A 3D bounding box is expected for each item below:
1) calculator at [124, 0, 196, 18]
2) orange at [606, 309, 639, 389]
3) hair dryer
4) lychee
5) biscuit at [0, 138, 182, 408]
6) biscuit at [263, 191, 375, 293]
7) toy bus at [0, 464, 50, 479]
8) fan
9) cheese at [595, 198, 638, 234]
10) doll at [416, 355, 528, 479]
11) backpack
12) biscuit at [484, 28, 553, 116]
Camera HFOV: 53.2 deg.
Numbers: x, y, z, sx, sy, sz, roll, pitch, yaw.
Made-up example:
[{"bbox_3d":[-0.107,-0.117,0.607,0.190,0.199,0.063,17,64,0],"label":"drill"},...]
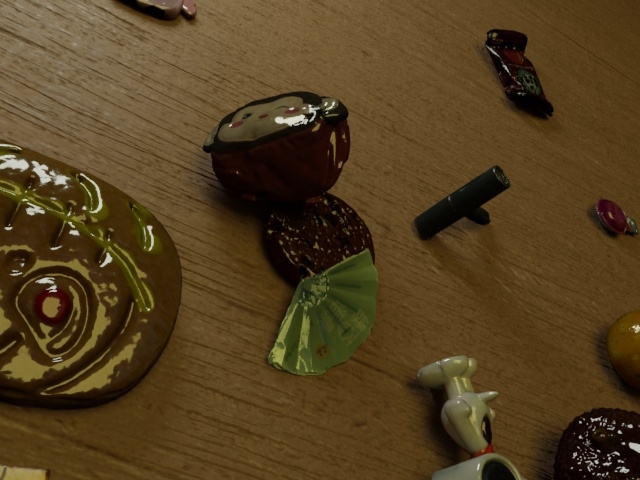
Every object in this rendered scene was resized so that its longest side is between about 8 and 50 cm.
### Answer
[{"bbox_3d":[-0.293,-0.432,1.108,0.165,0.024,0.103,14,52,-23],"label":"calculator"},{"bbox_3d":[0.598,0.197,1.152,0.154,0.134,0.155,12,60,-22],"label":"orange"},{"bbox_3d":[0.285,-0.061,1.132,0.194,0.173,0.050,1,62,-49],"label":"hair dryer"},{"bbox_3d":[0.433,0.336,0.922,0.194,0.194,0.195,17,51,-22],"label":"lychee"},{"bbox_3d":[-0.349,0.037,0.709,0.394,0.070,0.351,19,51,-21],"label":"biscuit"},{"bbox_3d":[0.000,0.000,0.973,0.192,0.049,0.192,18,56,-28],"label":"biscuit"},{"bbox_3d":[-0.383,0.230,0.540,0.273,0.090,0.112,14,58,-23],"label":"toy bus"},{"bbox_3d":[0.017,0.102,0.903,0.131,0.009,0.240,51,57,-12],"label":"fan"},{"bbox_3d":[0.664,-0.050,1.433,0.145,0.038,0.095,18,52,-29],"label":"cheese"},{"bbox_3d":[0.190,0.293,0.839,0.208,0.144,0.271,2,59,-56],"label":"doll"},{"bbox_3d":[-0.050,-0.145,0.957,0.229,0.229,0.139,-45,128,-43],"label":"backpack"},{"bbox_3d":[0.483,-0.409,1.554,0.151,0.063,0.235,0,62,-32],"label":"biscuit"}]
